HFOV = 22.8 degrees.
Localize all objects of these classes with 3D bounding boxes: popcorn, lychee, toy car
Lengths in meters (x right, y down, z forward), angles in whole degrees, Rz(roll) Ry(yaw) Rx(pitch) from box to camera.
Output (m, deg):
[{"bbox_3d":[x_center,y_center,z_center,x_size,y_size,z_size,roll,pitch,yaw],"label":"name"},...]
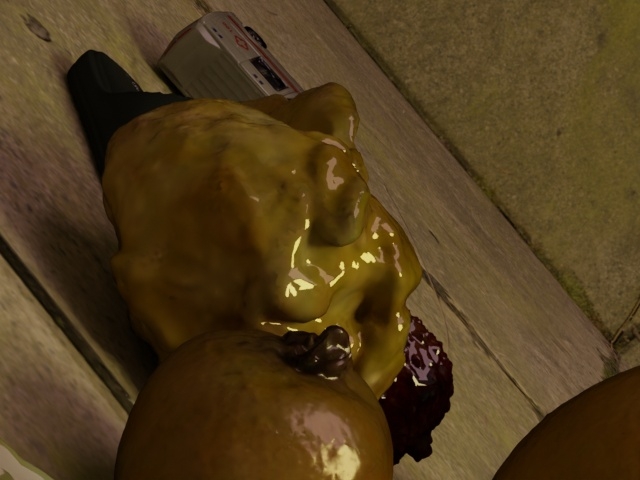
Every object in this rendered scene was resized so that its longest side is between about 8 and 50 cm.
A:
[{"bbox_3d":[-0.045,0.006,0.973,0.190,0.191,0.253,11,27,-27],"label":"popcorn"},{"bbox_3d":[0.033,0.096,1.093,0.129,0.123,0.123,70,15,6],"label":"lychee"},{"bbox_3d":[-0.059,-0.122,1.511,0.210,0.089,0.108,48,13,4],"label":"toy car"}]

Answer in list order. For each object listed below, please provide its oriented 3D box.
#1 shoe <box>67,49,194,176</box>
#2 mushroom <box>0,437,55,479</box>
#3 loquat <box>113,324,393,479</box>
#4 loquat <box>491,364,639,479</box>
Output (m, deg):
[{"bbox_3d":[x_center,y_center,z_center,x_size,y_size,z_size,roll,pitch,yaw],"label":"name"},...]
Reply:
[{"bbox_3d":[-0.111,-0.078,1.190,0.108,0.093,0.241,38,15,-47],"label":"shoe"},{"bbox_3d":[-0.076,0.192,0.464,0.292,0.212,0.217,33,-27,-18],"label":"mushroom"},{"bbox_3d":[-0.032,0.114,0.777,0.137,0.163,0.163,20,7,12],"label":"loquat"},{"bbox_3d":[0.244,0.247,0.997,0.328,0.328,0.359,47,45,-13],"label":"loquat"}]
